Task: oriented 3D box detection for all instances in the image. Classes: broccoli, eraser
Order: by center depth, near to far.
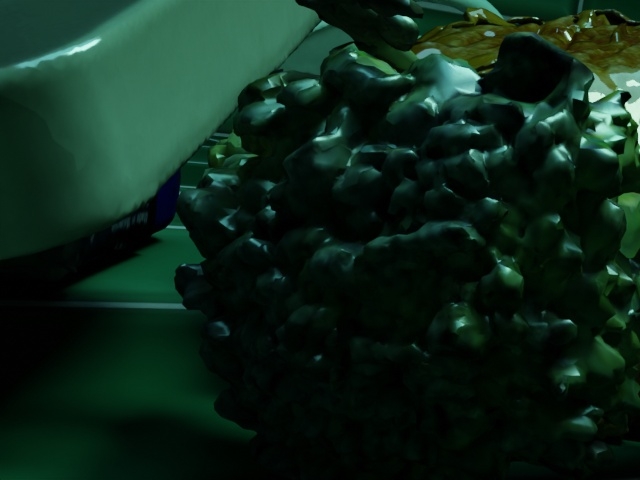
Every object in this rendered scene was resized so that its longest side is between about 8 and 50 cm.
[{"bbox_3d":[0.057,0.007,0.504,0.198,0.177,0.274,17,9,29],"label":"broccoli"},{"bbox_3d":[-0.197,-0.042,0.903,0.155,0.102,0.332,8,8,6],"label":"eraser"}]

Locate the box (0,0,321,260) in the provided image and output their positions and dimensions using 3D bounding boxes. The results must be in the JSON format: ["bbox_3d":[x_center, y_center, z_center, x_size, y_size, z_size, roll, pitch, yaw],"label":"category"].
[{"bbox_3d":[-0.201,-0.086,0.618,0.367,0.091,0.373,-6,23,17],"label":"box"}]

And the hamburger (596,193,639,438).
[{"bbox_3d":[0.185,0.021,0.712,0.124,0.131,0.262,7,12,-3],"label":"hamburger"}]

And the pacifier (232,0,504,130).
[{"bbox_3d":[0.093,-0.109,1.325,0.343,0.288,0.269,0,36,-24],"label":"pacifier"}]

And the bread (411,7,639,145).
[{"bbox_3d":[0.194,-0.080,1.075,0.336,0.204,0.358,-7,20,-25],"label":"bread"}]
